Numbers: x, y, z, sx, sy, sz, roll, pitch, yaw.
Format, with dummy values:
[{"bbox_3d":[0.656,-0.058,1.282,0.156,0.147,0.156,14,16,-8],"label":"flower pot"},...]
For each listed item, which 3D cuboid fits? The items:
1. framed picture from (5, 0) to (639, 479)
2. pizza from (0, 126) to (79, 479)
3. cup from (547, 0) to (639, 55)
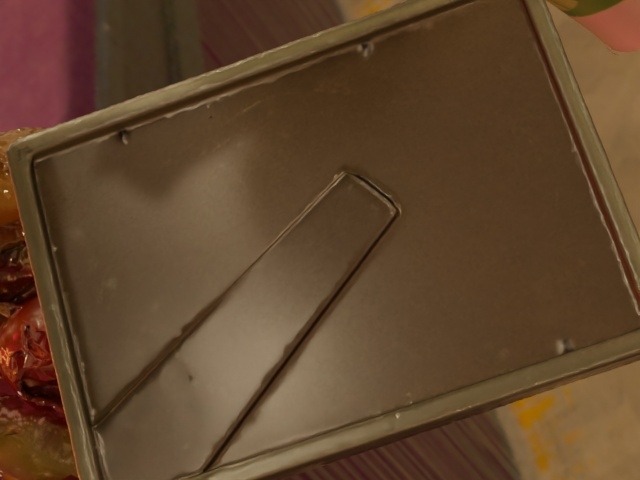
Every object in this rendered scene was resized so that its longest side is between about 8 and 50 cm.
[{"bbox_3d":[0.000,0.000,0.477,0.203,0.015,0.150,-20,69,5],"label":"framed picture"},{"bbox_3d":[-0.199,0.094,0.992,0.440,0.406,0.130,-3,41,-6],"label":"pizza"},{"bbox_3d":[0.161,-0.278,0.898,0.253,0.274,0.253,-46,20,22],"label":"cup"}]
